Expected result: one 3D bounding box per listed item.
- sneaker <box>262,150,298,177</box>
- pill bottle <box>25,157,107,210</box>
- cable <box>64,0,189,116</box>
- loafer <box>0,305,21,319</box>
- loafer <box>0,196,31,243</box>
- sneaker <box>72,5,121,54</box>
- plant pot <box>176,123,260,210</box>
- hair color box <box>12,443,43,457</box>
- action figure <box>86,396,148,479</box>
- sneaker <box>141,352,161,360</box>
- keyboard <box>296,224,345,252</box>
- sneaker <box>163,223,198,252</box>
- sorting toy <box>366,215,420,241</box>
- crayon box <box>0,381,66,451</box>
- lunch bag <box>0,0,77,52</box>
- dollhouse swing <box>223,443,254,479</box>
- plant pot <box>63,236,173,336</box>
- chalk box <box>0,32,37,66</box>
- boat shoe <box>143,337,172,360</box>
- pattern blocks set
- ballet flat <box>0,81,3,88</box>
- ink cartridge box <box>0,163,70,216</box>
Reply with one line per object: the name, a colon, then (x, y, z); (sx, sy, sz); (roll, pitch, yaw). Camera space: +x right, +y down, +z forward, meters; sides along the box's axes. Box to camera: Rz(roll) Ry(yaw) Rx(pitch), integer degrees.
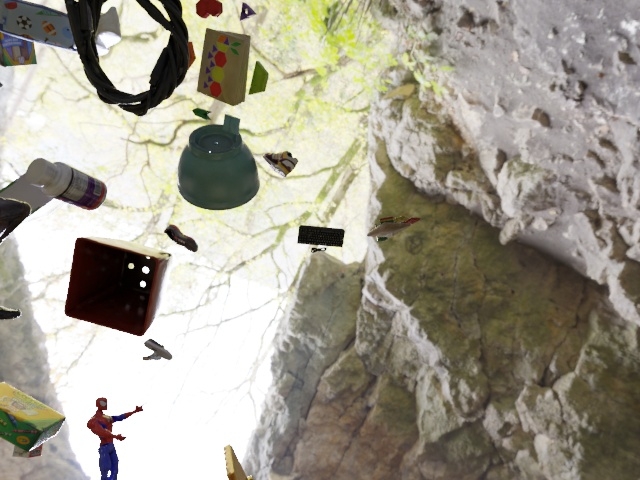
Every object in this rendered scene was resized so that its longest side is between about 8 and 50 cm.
sneaker: (-0.141, -0.287, 1.464); (0.185, 0.084, 0.069); (43, 174, 47)
pill bottle: (-0.740, -0.165, 1.194); (0.108, 0.108, 0.193); (21, 173, 25)
cable: (-0.256, -0.267, 0.562); (0.151, 0.184, 0.047); (-9, -162, -10)
loafer: (-1.237, 0.251, 1.512); (0.076, 0.078, 0.223); (-1, 167, 39)
loafer: (-0.713, -0.001, 0.858); (0.303, 0.109, 0.095); (-28, 172, 30)
sneaker: (-0.637, -0.605, 1.176); (0.212, 0.094, 0.080); (-1, 177, 34)
plant pot: (-0.356, -0.273, 1.409); (0.293, 0.293, 0.196); (21, 138, 11)
hair color box: (-1.118, 0.742, 1.577); (0.093, 0.167, 0.053); (-8, 159, 20)
action figure: (-0.509, 0.530, 1.040); (0.139, 0.280, 0.091); (-20, 166, 1)
sneaker: (-0.755, 0.518, 1.825); (0.083, 0.036, 0.032); (9, 147, -33)
keyboard: (0.000, 0.000, 1.562); (0.180, 0.108, 0.023); (5, -160, -11)
sneaker: (-0.570, 0.002, 1.651); (0.158, 0.061, 0.065); (38, -154, -3)
sorting toy: (0.279, -0.061, 1.665); (0.133, 0.046, 0.274); (0, 161, -28)
crayon box: (-1.085, 0.621, 1.449); (0.279, 0.081, 0.165); (29, 172, -1)
lunch bag: (-0.880, -0.680, 1.302); (0.304, 0.114, 0.243); (8, -163, -35)
dollhouse swing: (-0.346, 0.983, 1.445); (0.305, 0.315, 0.347); (52, 167, -10)
plant pot: (-0.642, 0.127, 1.376); (0.268, 0.266, 0.236); (16, -169, 1)
chalk box: (-1.142, -0.756, 1.471); (0.133, 0.212, 0.132); (22, -149, 11)
boat shoe: (-0.705, 0.473, 1.791); (0.142, 0.049, 0.040); (33, -149, -3)
pattern blocks set: (-0.258, -0.468, 1.091); (0.286, 0.324, 0.026); (34, -152, 15)
ballet flat: (-1.158, -0.486, 1.356); (0.189, 0.070, 0.070); (-21, -155, -31)
ink cartridge box: (-0.969, -0.168, 1.428); (0.117, 0.201, 0.278); (54, 175, -16)
